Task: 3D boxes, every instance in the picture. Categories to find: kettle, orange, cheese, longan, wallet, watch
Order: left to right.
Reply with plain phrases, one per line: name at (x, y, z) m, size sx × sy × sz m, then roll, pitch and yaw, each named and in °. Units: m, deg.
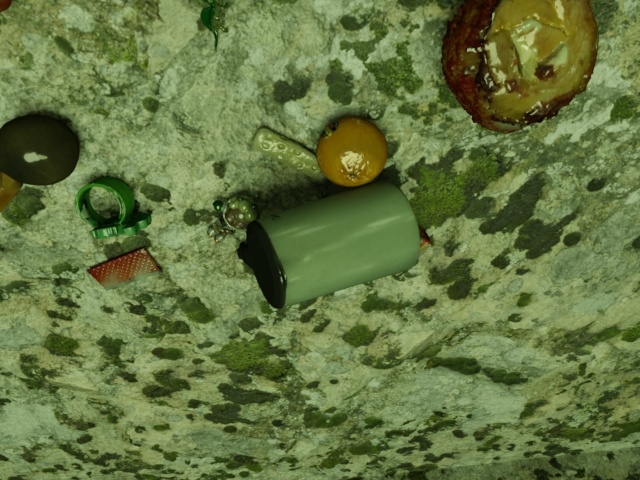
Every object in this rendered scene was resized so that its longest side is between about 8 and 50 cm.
longan at (-0.668, -0.210, 1.201) m, size 0.187 × 0.167 × 0.167 m, roll -9°, pitch 129°, yaw 14°
watch at (-0.543, -0.092, 1.345) m, size 0.165 × 0.131 × 0.151 m, roll -10°, pitch 110°, yaw 9°
wallet at (-0.584, 0.088, 1.529) m, size 0.197 × 0.020 × 0.103 m, roll -19°, pitch 127°, yaw 10°
cheese at (-0.081, -0.225, 1.309) m, size 0.194 × 0.043 × 0.065 m, roll 26°, pitch 123°, yaw -22°
kettle at (0.000, 0.000, 1.316) m, size 0.377 × 0.361 × 0.249 m, roll -17°, pitch 109°, yaw -22°
orange at (0.077, -0.217, 1.263) m, size 0.178 × 0.155 × 0.177 m, roll -7°, pitch 120°, yaw -12°

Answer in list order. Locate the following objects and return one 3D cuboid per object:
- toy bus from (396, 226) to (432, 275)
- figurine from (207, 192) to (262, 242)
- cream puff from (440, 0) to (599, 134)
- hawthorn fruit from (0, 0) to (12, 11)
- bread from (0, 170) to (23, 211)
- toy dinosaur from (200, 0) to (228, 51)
toy bus at (0.250, 0.034, 1.521) m, size 0.077 × 0.079 × 0.174 m, roll 22°, pitch 124°, yaw -32°
figurine at (-0.239, -0.055, 1.399) m, size 0.147 × 0.093 × 0.197 m, roll 41°, pitch 116°, yaw -18°
cream puff at (0.411, -0.399, 1.094) m, size 0.351 × 0.228 × 0.350 m, roll -4°, pitch 107°, yaw -14°
hawthorn fruit at (-0.675, -0.497, 1.003) m, size 0.128 × 0.128 × 0.128 m, roll -2°, pitch 128°, yaw -3°
bread at (-0.870, -0.194, 1.217) m, size 0.167 × 0.132 × 0.294 m, roll -29°, pitch 127°, yaw 25°
toy dinosaur at (-0.234, -0.476, 1.117) m, size 0.061 × 0.029 × 0.119 m, roll 15°, pitch 133°, yaw 3°
